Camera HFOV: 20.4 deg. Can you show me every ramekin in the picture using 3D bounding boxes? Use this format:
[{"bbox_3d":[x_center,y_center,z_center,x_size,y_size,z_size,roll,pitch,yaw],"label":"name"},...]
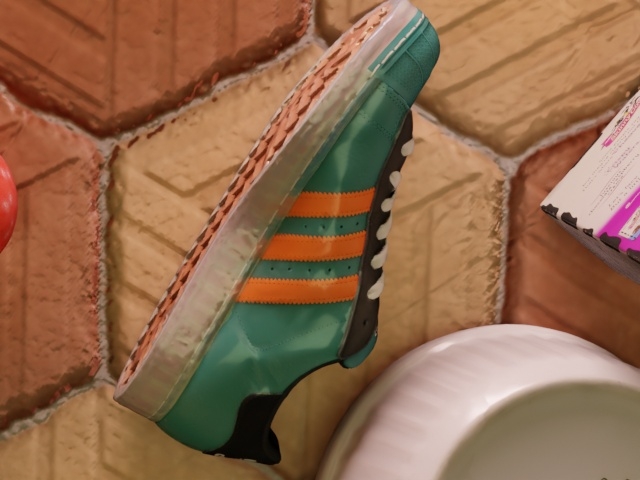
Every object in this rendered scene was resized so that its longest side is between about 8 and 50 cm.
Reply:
[{"bbox_3d":[0.135,0.185,1.082,0.273,0.127,0.273,1,86,-15],"label":"ramekin"}]

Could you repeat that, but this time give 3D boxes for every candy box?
[{"bbox_3d":[0.229,-0.043,1.034,0.071,0.233,0.159,40,93,-12],"label":"candy box"}]

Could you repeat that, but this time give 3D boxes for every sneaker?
[{"bbox_3d":[0.000,0.000,1.081,0.121,0.108,0.302,31,101,-12],"label":"sneaker"}]

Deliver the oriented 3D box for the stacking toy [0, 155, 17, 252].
[{"bbox_3d":[-0.340,-0.007,1.021,0.330,0.141,0.141,-4,99,-11],"label":"stacking toy"}]
